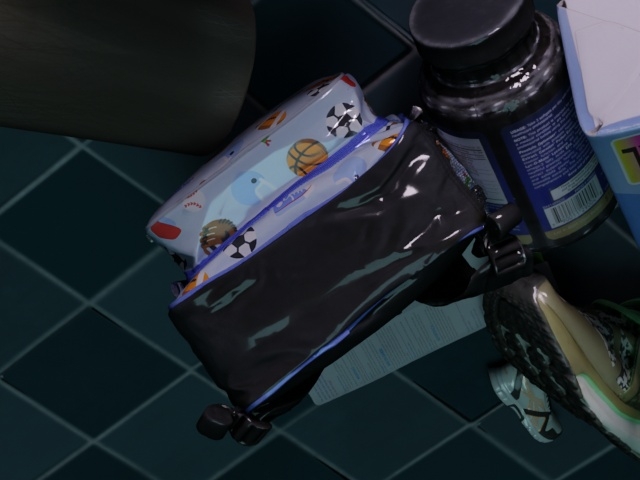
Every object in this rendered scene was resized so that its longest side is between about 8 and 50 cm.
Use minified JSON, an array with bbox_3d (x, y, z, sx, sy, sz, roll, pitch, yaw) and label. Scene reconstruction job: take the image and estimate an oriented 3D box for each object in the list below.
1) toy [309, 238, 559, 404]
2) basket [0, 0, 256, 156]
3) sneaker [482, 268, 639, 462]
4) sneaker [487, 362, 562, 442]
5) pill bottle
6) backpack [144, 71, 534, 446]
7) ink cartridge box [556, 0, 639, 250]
[{"bbox_3d":[0.077,0.042,1.659,0.237,0.056,0.137,-23,136,5],"label":"toy"},{"bbox_3d":[-0.174,-0.148,1.400,0.227,0.154,0.204,12,153,-23],"label":"basket"},{"bbox_3d":[0.296,0.095,1.698,0.182,0.158,0.410,-54,133,0],"label":"sneaker"},{"bbox_3d":[0.200,0.149,1.783,0.044,0.040,0.109,-31,129,17],"label":"sneaker"},{"bbox_3d":[0.149,-0.102,1.496,0.123,0.123,0.219,-20,131,11],"label":"pill bottle"},{"bbox_3d":[0.000,0.000,1.464,0.276,0.263,0.213,-32,87,5],"label":"backpack"},{"bbox_3d":[0.374,-0.051,1.492,0.270,0.151,0.395,-15,142,16],"label":"ink cartridge box"}]
